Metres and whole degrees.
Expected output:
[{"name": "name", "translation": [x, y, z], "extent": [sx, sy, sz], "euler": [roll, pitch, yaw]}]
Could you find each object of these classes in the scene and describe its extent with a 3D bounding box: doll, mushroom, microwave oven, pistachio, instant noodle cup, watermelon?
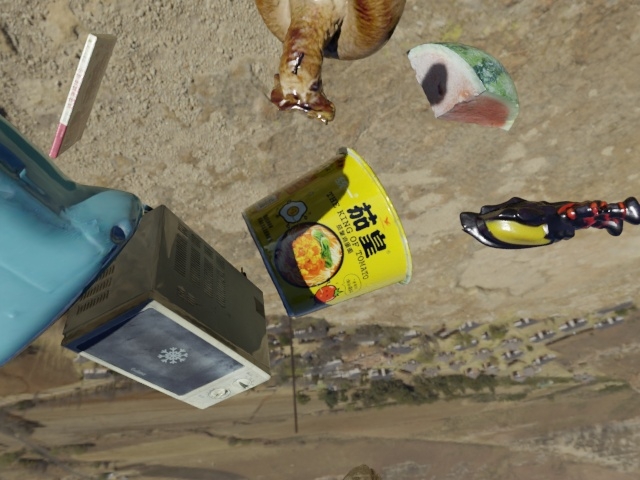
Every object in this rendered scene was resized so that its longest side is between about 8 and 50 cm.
[{"name": "doll", "translation": [0.353, -0.028, 0.674], "extent": [0.249, 0.088, 0.127], "euler": [-1, 141, 8]}, {"name": "mushroom", "translation": [-0.023, -0.487, 0.877], "extent": [0.356, 0.331, 0.334], "euler": [-41, 149, -14]}, {"name": "microwave oven", "translation": [-0.197, 0.097, 0.595], "extent": [0.145, 0.193, 0.240], "euler": [-29, 134, 11]}, {"name": "pistachio", "translation": [0.075, 0.479, 0.767], "extent": [0.113, 0.149, 0.112], "euler": [4, 117, 8]}, {"name": "instant noodle cup", "translation": [0.000, 0.000, 0.889], "extent": [0.254, 0.325, 0.325], "euler": [-25, 149, -8]}, {"name": "watermelon", "translation": [0.360, -0.365, 1.009], "extent": [0.261, 0.255, 0.175], "euler": [-1, 132, -17]}]

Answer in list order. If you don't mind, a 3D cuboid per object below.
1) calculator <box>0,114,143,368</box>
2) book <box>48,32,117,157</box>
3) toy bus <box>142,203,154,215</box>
[{"name": "calculator", "translation": [-0.323, 0.038, 0.244], "extent": [0.387, 0.054, 0.256], "euler": [-34, 135, -1]}, {"name": "book", "translation": [-0.448, -0.279, 0.805], "extent": [0.022, 0.162, 0.231], "euler": [24, 107, -24]}, {"name": "toy bus", "translation": [-0.364, -0.024, 0.726], "extent": [0.175, 0.101, 0.088], "euler": [9, 161, 15]}]
